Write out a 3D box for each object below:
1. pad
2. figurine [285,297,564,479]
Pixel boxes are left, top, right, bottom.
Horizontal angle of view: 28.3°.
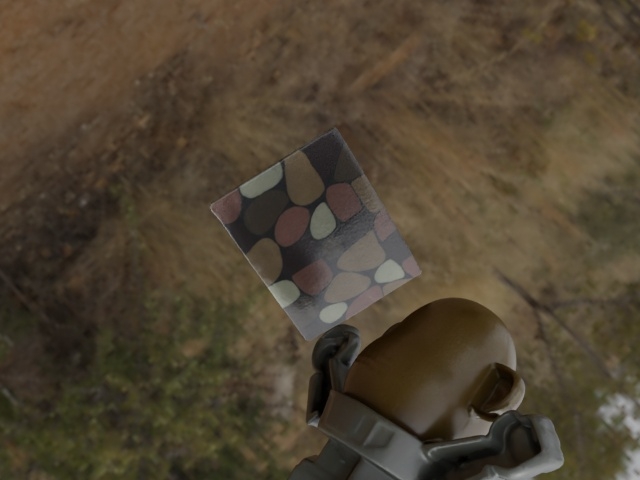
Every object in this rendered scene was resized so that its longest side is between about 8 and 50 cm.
[{"bbox_3d":[0.000,0.000,1.383,0.158,0.003,0.235,-32,128,1],"label":"pad"},{"bbox_3d":[0.086,0.184,1.257,0.285,0.343,0.167,-58,148,-10],"label":"figurine"}]
